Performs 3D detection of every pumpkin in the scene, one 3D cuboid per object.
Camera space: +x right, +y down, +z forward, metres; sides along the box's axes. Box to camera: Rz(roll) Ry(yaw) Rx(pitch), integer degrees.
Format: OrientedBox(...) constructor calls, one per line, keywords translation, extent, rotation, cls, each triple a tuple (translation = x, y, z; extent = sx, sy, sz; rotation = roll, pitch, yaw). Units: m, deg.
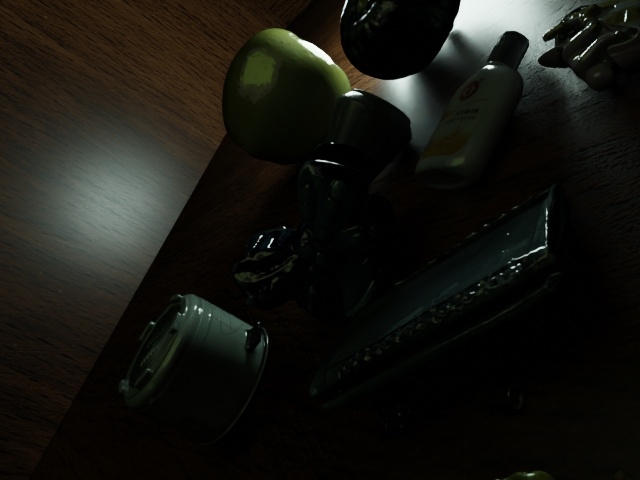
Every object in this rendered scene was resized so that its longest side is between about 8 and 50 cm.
OrientedBox(translation=(0.191, -0.516, 1.186), extent=(0.315, 0.239, 0.314), rotation=(-164, 90, -71), cls="pumpkin")

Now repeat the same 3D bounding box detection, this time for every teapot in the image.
OrientedBox(translation=(0.071, -0.173, 1.071), extent=(0.225, 0.171, 0.203), rotation=(-61, -8, 4), cls="teapot")

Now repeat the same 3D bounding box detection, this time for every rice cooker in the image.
OrientedBox(translation=(-0.218, 0.237, 0.963), extent=(0.280, 0.227, 0.241), rotation=(-47, 23, 20), cls="rice cooker")

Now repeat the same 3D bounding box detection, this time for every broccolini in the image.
OrientedBox(translation=(0.081, 0.196, 0.718), extent=(0.074, 0.058, 0.201), rotation=(-43, 7, -8), cls="broccolini")

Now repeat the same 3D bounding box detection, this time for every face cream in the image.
OrientedBox(translation=(0.264, -0.218, 0.856), extent=(0.291, 0.071, 0.144), rotation=(-60, 25, -11), cls="face cream")

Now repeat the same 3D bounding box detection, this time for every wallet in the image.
OrientedBox(translation=(0.151, 0.073, 0.637), extent=(0.342, 0.075, 0.237), rotation=(-40, 3, 33), cls="wallet")

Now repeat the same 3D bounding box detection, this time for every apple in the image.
OrientedBox(translation=(-0.100, -0.384, 1.421), extent=(0.357, 0.357, 0.357), rotation=(-42, 28, 28), cls="apple")

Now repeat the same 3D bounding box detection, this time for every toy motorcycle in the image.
OrientedBox(translation=(0.386, -0.266, 0.695), extent=(0.152, 0.073, 0.225), rotation=(-58, 25, -1), cls="toy motorcycle")

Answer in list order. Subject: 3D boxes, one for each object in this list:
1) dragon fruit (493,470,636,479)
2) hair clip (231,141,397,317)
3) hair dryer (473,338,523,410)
OrientedBox(translation=(0.183, 0.238, 0.349), extent=(0.172, 0.160, 0.167), rotation=(-24, 6, 46), cls="dragon fruit")
OrientedBox(translation=(0.007, 0.001, 0.861), extent=(0.310, 0.206, 0.194), rotation=(-50, 9, 30), cls="hair clip")
OrientedBox(translation=(0.199, 0.146, 0.569), extent=(0.047, 0.026, 0.083), rotation=(-22, 37, 49), cls="hair dryer")
